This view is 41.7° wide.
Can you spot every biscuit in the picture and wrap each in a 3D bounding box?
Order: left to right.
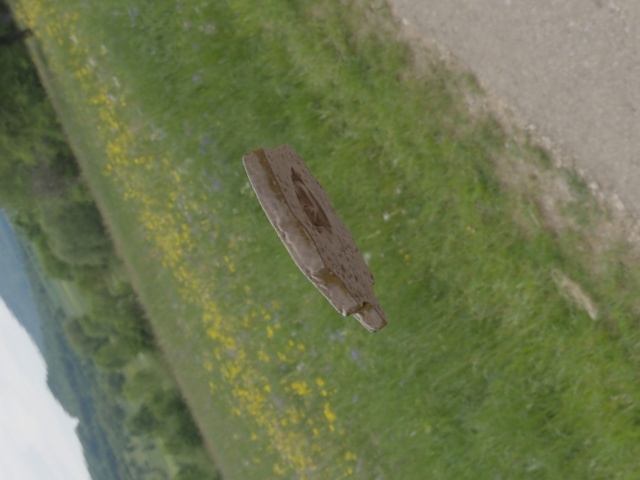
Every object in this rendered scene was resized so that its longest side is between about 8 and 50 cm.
[{"bbox_3d":[-0.002,0.001,0.834,0.215,0.034,0.182,58,-166,-2],"label":"biscuit"}]
